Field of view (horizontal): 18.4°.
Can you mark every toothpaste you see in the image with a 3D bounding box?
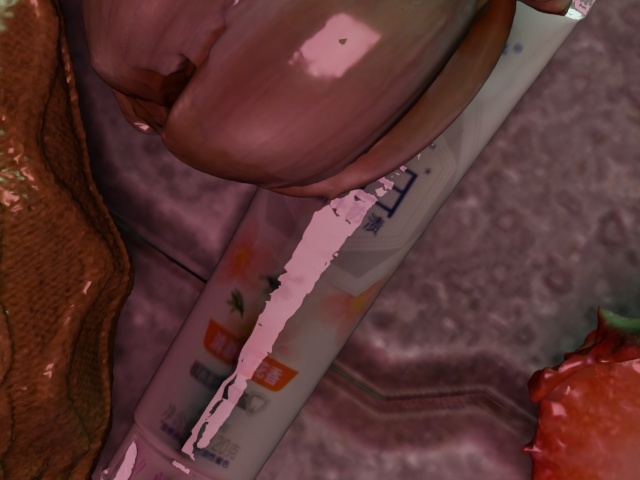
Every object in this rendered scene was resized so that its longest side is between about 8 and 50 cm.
[{"bbox_3d":[0.000,0.000,0.902,0.100,0.066,0.323,32,96,3],"label":"toothpaste"}]

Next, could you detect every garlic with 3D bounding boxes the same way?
[{"bbox_3d":[-0.021,-0.125,0.804,0.191,0.160,0.214,-35,86,2],"label":"garlic"}]

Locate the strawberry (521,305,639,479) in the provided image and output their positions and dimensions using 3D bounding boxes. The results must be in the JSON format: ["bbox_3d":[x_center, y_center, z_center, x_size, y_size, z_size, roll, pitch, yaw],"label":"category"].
[{"bbox_3d":[0.183,0.128,0.893,0.188,0.106,0.286,24,119,23],"label":"strawberry"}]

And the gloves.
[{"bbox_3d":[-0.187,-0.002,0.871,0.203,0.155,0.356,-4,105,11],"label":"gloves"}]
